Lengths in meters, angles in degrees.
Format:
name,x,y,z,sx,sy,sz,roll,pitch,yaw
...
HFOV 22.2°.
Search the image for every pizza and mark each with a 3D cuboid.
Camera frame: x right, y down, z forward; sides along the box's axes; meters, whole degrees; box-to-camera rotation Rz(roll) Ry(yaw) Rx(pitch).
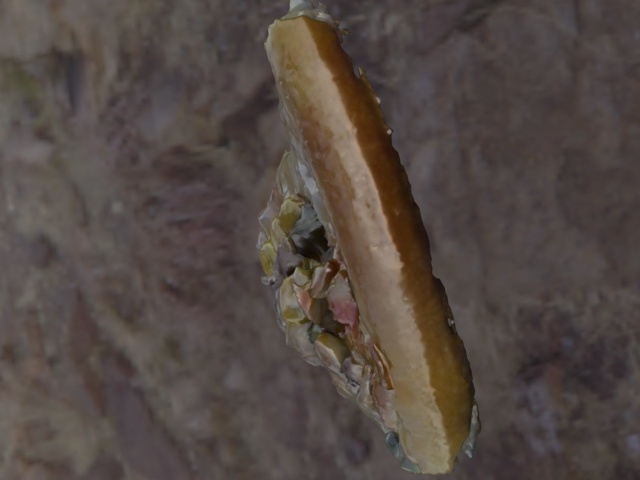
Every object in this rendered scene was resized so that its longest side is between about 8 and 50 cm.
name,x,y,z,sx,sy,sz,roll,pitch,yaw
pizza,0.000,0.000,0.636,0.195,0.052,0.185,-173,66,-79
